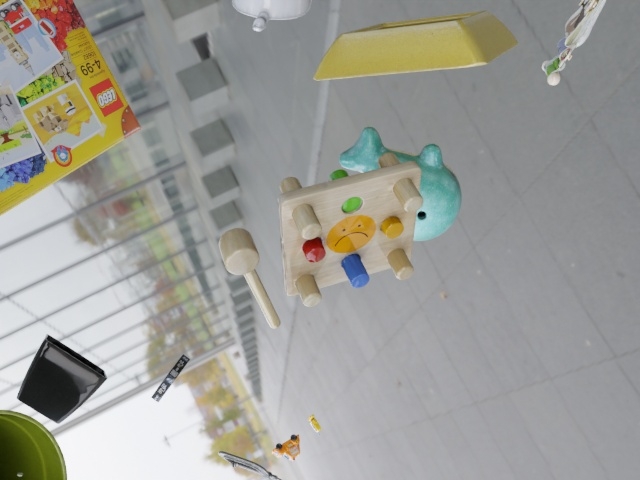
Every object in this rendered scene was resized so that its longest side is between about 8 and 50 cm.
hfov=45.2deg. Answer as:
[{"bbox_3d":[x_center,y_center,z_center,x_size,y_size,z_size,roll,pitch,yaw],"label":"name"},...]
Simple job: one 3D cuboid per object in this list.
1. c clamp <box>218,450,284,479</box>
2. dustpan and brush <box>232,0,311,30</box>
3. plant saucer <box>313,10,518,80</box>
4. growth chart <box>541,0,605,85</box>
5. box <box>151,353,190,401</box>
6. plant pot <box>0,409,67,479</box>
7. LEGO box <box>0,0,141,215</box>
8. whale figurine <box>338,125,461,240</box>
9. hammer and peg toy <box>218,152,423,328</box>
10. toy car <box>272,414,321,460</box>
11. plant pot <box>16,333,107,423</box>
[{"bbox_3d":[-0.183,0.579,1.962,0.160,0.022,0.137,13,154,23],"label":"c clamp"},{"bbox_3d":[-0.096,-0.411,1.367,0.211,0.147,0.060,-79,-3,-69],"label":"dustpan and brush"},{"bbox_3d":[0.191,-0.388,1.503,0.333,0.332,0.081,-40,-54,-59],"label":"plant saucer"},{"bbox_3d":[0.346,-0.310,0.977,0.021,0.237,0.172,27,-163,2],"label":"growth chart"},{"bbox_3d":[-0.287,0.264,1.476,0.018,0.067,0.083,36,-160,-2],"label":"box"},{"bbox_3d":[-0.822,0.553,1.711,0.352,0.366,0.367,-6,114,40],"label":"plant pot"},{"bbox_3d":[-0.644,-0.261,1.479,0.193,0.500,0.373,-12,113,35],"label":"LEGO box"},{"bbox_3d":[0.166,-0.110,1.574,0.272,0.216,0.141,39,-157,-16],"label":"whale figurine"},{"bbox_3d":[0.000,0.000,1.358,0.266,0.361,0.127,88,162,-48],"label":"hammer and peg toy"},{"bbox_3d":[-0.042,0.361,1.374,0.041,0.060,0.122,56,141,19],"label":"toy car"},{"bbox_3d":[-0.690,0.369,2.015,0.188,0.167,0.187,38,167,-13],"label":"plant pot"}]
